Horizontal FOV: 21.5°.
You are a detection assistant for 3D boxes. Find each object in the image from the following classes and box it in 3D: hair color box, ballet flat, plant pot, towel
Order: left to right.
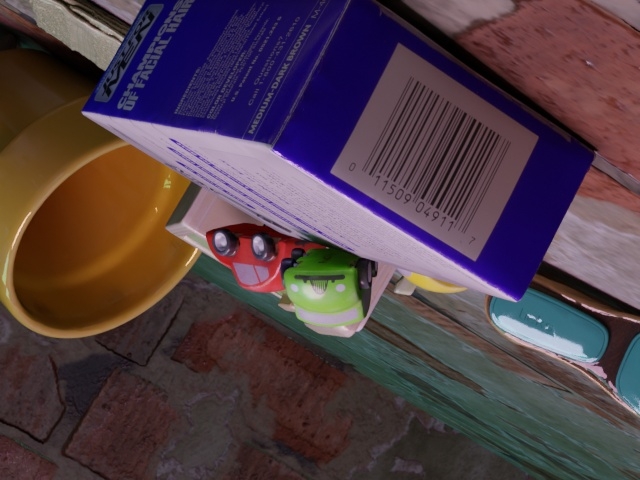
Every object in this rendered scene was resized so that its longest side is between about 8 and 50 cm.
[{"bbox_3d":[-0.268,-0.069,1.724,0.239,0.254,0.254,46,-177,34],"label":"plant pot"},{"bbox_3d":[-0.199,-0.178,1.437,0.110,0.027,0.148,32,173,-3],"label":"towel"},{"bbox_3d":[-0.004,-0.069,1.062,0.185,0.110,0.339,31,172,-26],"label":"hair color box"},{"bbox_3d":[0.243,0.084,1.351,0.232,0.080,0.073,31,-158,14],"label":"ballet flat"}]

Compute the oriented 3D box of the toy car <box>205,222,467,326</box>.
[{"bbox_3d":[0.016,0.025,1.224,0.239,0.053,0.225,-1,-171,11],"label":"toy car"}]

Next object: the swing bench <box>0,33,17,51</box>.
[{"bbox_3d":[-0.476,-0.197,1.896,0.255,0.165,0.253,31,172,-3],"label":"swing bench"}]

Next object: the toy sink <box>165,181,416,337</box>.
[{"bbox_3d":[0.000,0.000,1.438,0.234,0.131,0.153,31,174,-9],"label":"toy sink"}]
